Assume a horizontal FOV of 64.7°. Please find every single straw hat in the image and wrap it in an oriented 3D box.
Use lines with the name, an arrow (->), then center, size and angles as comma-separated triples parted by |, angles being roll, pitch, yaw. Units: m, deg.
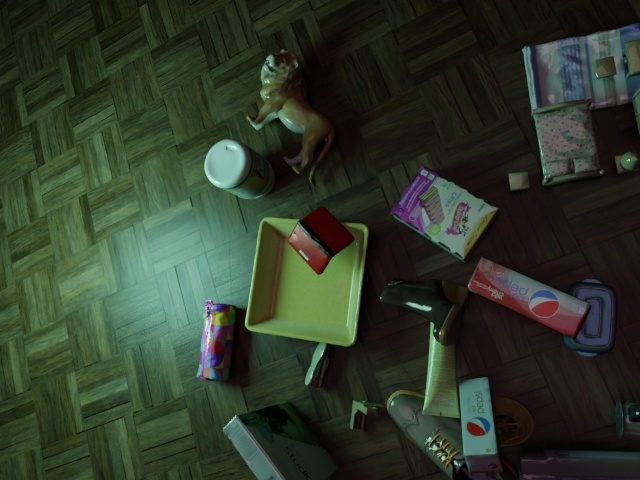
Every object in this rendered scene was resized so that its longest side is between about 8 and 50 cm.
straw hat -> 0.438, 0.452, 1.208 | 0.145, 0.144, 0.061 | -13, 118, 18

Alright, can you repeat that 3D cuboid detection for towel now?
towel -> 0.676, -0.431, 1.290 | 0.285, 0.034, 0.209 | -5, 80, 19

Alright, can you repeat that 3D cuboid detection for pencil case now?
pencil case -> -0.311, 0.297, 1.501 | 0.105, 0.104, 0.236 | -1, 81, 20

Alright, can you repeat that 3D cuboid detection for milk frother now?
milk frother -> 0.732, 0.363, 1.112 | 0.135, 0.129, 0.143 | 1, 39, 20

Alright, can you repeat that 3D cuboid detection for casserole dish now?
casserole dish -> 0.641, 0.182, 1.198 | 0.114, 0.037, 0.188 | 4, 82, 21

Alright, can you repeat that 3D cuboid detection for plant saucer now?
plant saucer -> -0.030, 0.111, 1.437 | 0.333, 0.081, 0.332 | 5, 83, 21

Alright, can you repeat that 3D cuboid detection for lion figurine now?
lion figurine -> -0.066, -0.372, 1.520 | 0.240, 0.142, 0.392 | -41, 84, 2

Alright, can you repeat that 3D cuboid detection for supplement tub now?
supplement tub -> -0.233, -0.205, 1.500 | 0.145, 0.200, 0.144 | -3, 81, 20

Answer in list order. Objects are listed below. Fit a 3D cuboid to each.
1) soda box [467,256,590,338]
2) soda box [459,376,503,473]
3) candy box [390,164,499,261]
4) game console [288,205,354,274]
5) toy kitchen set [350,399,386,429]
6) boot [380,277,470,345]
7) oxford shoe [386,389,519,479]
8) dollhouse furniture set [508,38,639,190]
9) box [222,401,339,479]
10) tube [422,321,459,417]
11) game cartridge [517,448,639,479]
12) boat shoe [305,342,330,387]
soda box -> 0.496, 0.135, 1.213 | 0.263, 0.083, 0.092 | 26, 93, 31
soda box -> 0.368, 0.423, 1.169 | 0.074, 0.216, 0.069 | -12, 118, 19
candy box -> 0.327, -0.072, 1.338 | 0.233, 0.071, 0.159 | 34, 93, 21
game console -> 0.000, 0.000, 1.394 | 0.144, 0.085, 0.124 | 47, 129, 21
toy kitchen set -> 0.129, 0.466, 1.327 | 0.068, 0.083, 0.075 | 10, 83, -20
boot -> 0.247, 0.169, 1.251 | 0.207, 0.248, 0.090 | 5, 114, 24
oxford shoe -> 0.312, 0.491, 1.215 | 0.364, 0.133, 0.129 | 32, 93, 22
dollhouse furniture set -> 0.616, -0.301, 1.193 | 0.356, 0.174, 0.303 | -9, 85, 17
box -> -0.085, 0.522, 1.259 | 0.058, 0.322, 0.232 | -45, 70, 3
tube -> 0.304, 0.316, 1.269 | 0.070, 0.062, 0.240 | -8, 69, 34
game cartridge -> 0.623, 0.577, 1.099 | 0.356, 0.068, 0.230 | -3, 82, 12
boat shoe -> 0.001, 0.344, 1.407 | 0.043, 0.049, 0.136 | 22, 86, -20
